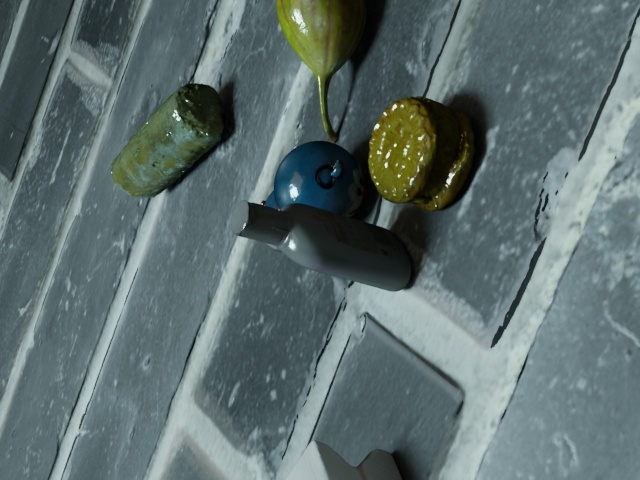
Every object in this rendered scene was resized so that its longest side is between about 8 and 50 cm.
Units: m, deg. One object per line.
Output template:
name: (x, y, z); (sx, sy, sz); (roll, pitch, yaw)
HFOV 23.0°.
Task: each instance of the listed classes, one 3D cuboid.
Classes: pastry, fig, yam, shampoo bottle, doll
pastry: (0.087, -0.076, 1.371); (0.109, 0.057, 0.097); (3, 81, 61)
fig: (0.017, -0.191, 1.547); (0.093, 0.093, 0.166); (-32, 78, 50)
yam: (-0.175, -0.111, 1.812); (0.179, 0.078, 0.078); (-40, 45, 46)
shampoo bottle: (0.000, 0.000, 1.372); (0.040, 0.165, 0.080); (-59, 33, 26)
doll: (-0.010, -0.042, 1.501); (0.152, 0.085, 0.114); (135, 151, -57)

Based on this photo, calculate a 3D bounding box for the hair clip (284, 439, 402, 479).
hair clip: (0.056, 0.291, 1.223); (0.085, 0.101, 0.331); (-61, 30, 30)
